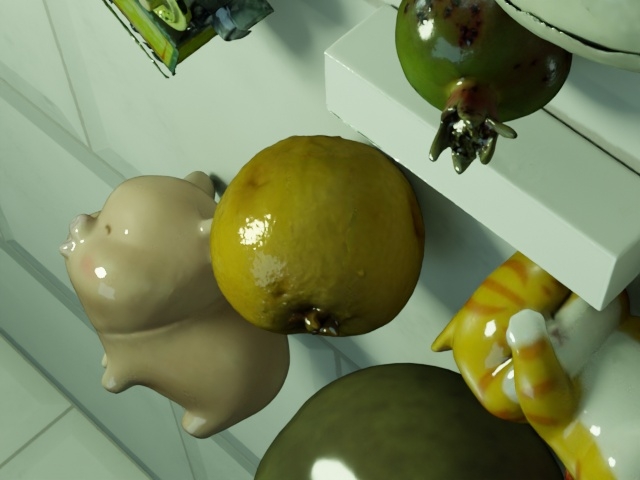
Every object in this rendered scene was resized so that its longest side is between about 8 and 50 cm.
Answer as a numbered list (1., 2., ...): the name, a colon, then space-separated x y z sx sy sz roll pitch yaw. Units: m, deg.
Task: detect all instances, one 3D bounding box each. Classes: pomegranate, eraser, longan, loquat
1. pomegranate: 0.107 -0.132 0.925 0.129 0.159 0.129 14 127 19
2. eraser: 0.134 -0.072 1.062 0.298 0.078 0.076 39 154 24
3. longan: 0.096 0.310 1.378 0.361 0.361 0.361 40 155 22
4. loquat: 0.000 0.000 1.270 0.208 0.208 0.208 40 155 22

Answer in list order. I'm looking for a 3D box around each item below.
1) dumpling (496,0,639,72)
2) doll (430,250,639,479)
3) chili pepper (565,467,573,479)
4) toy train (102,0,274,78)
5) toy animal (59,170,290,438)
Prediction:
1. dumpling: 0.165 -0.217 0.673 0.341 0.181 0.260 -122 21 -45
2. doll: 0.226 0.115 1.069 0.269 0.166 0.162 45 170 19
3. chili pepper: 0.271 0.211 1.275 0.063 0.071 0.272 -97 -1 -46
4. toy train: -0.146 -0.279 1.197 0.261 0.134 0.177 50 166 1
5. toy animal: -0.164 0.073 1.572 0.326 0.269 0.237 33 -174 -23
